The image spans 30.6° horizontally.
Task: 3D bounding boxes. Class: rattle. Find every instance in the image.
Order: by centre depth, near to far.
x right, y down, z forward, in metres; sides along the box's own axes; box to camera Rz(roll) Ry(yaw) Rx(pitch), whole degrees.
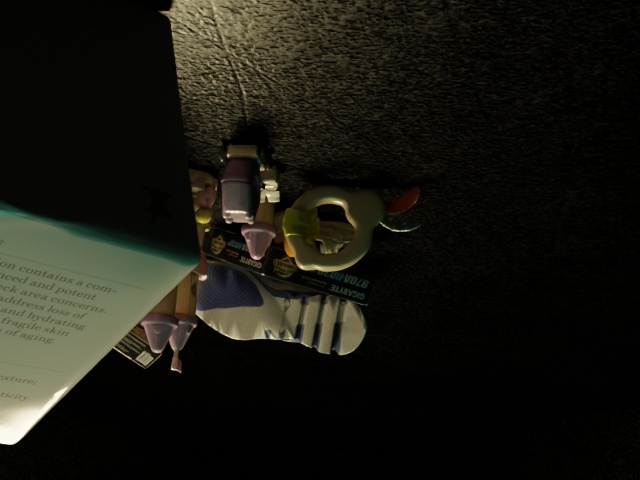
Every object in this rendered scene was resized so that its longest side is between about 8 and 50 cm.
[{"bbox_3d":[0.048,-0.018,1.706,0.200,0.130,0.142,-22,154,-6],"label":"rattle"}]

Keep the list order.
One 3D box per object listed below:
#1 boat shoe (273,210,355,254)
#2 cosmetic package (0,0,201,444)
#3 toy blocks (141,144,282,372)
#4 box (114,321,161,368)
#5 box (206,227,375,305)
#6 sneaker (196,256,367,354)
[{"bbox_3d":[0.000,0.000,1.832,0.170,0.059,0.063,12,161,-22],"label":"boat shoe"},{"bbox_3d":[-0.368,-0.042,1.158,0.329,0.327,0.394,18,136,-35],"label":"cosmetic package"},{"bbox_3d":[-0.208,0.032,1.650,0.309,0.260,0.288,0,161,12],"label":"toy blocks"},{"bbox_3d":[-0.326,0.101,1.719,0.036,0.114,0.207,-42,137,4],"label":"box"},{"bbox_3d":[-0.048,0.041,1.892,0.220,0.051,0.175,18,180,-37],"label":"box"},{"bbox_3d":[-0.064,0.124,2.096,0.316,0.127,0.182,15,-178,7],"label":"sneaker"}]
